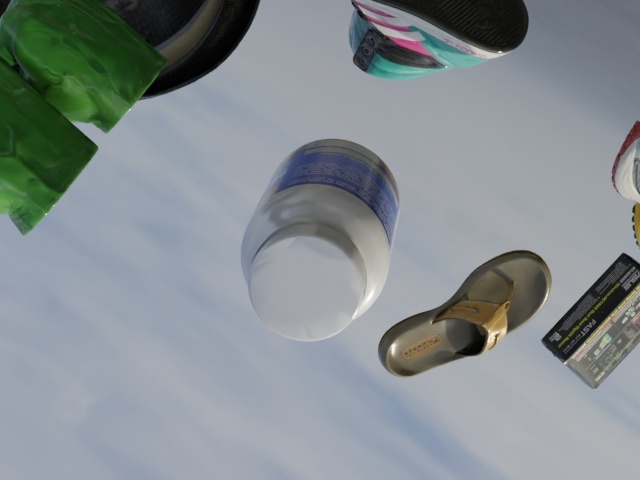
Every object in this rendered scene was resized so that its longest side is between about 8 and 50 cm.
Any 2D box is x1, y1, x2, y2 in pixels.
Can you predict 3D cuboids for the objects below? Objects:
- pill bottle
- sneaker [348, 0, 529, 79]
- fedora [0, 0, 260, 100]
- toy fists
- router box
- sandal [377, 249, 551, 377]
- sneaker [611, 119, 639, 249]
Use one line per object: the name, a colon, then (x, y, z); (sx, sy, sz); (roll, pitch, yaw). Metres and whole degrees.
pill bottle: (0.000, 0.000, 1.484); (0.152, 0.152, 0.272); (28, -160, -3)
sneaker: (0.052, -0.263, 1.491); (0.296, 0.123, 0.178); (29, 160, -15)
fedora: (-0.211, -0.302, 1.466); (0.334, 0.334, 0.152); (31, 152, 18)
toy fists: (-0.252, -0.126, 1.257); (0.142, 0.096, 0.279); (42, -137, -12)
router box: (0.285, 0.081, 1.421); (0.038, 0.122, 0.092); (44, -177, 37)
sandal: (0.133, 0.077, 1.305); (0.072, 0.180, 0.049); (54, -167, -20)
sneaker: (0.359, -0.053, 1.431); (0.093, 0.088, 0.225); (23, 161, 37)
